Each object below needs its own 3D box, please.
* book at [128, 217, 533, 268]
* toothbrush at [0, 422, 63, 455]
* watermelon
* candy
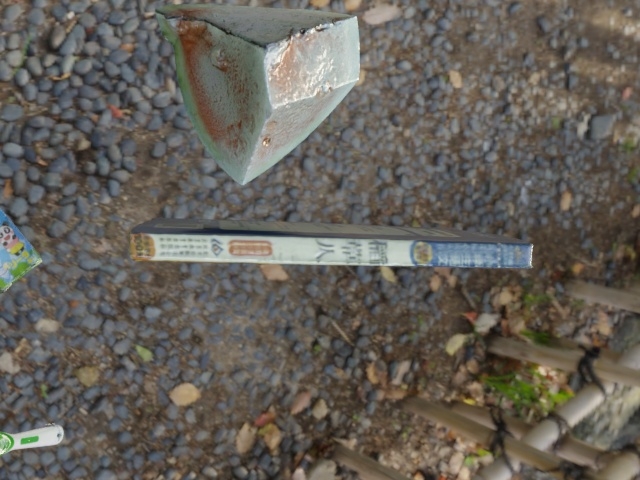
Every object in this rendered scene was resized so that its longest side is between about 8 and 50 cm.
[{"bbox_3d":[0.000,0.000,0.996,0.428,0.300,0.039,2,93,-7],"label":"book"},{"bbox_3d":[-0.493,0.306,1.239,0.040,0.418,0.042,1,81,8],"label":"toothbrush"},{"bbox_3d":[-0.108,-0.229,1.217,0.320,0.214,0.289,14,92,-5],"label":"watermelon"},{"bbox_3d":[-0.592,-0.008,1.447,0.097,0.062,0.194,-47,110,-37],"label":"candy"}]
